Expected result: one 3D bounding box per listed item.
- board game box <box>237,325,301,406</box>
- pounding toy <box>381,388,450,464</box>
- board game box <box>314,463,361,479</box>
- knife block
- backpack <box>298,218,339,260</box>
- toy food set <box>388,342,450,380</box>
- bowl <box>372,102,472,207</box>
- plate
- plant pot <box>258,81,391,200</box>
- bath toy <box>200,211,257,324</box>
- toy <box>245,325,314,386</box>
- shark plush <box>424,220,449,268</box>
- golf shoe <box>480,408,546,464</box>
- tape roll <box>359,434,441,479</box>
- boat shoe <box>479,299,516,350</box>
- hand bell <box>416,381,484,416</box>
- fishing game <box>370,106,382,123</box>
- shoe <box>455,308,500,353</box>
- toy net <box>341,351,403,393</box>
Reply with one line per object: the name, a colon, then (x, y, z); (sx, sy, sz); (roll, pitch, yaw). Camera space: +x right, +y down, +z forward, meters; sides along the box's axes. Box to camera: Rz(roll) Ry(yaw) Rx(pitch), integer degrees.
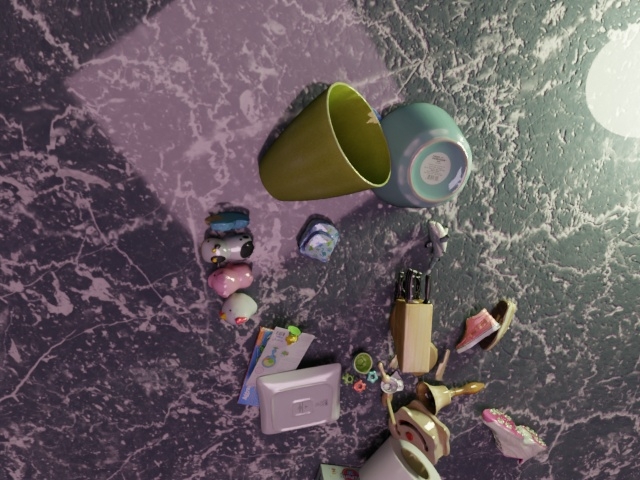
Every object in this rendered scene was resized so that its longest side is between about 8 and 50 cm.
board game box: (-0.166, 0.423, 1.579); (0.145, 0.027, 0.281); (15, 105, -15)
pounding toy: (0.290, 0.643, 1.626); (0.155, 0.269, 0.154); (-16, 130, -36)
board game box: (0.068, 0.984, 1.767); (0.224, 0.097, 0.303); (13, 107, -14)
knife block: (0.291, 0.234, 1.483); (0.088, 0.276, 0.242); (2, 137, -9)
backpack: (0.000, 0.000, 1.436); (0.105, 0.084, 0.114); (24, 100, -18)
toy food set: (0.337, 0.400, 1.652); (0.192, 0.038, 0.132); (17, 98, -8)
bowl: (0.295, -0.214, 1.349); (0.311, 0.163, 0.311); (-7, 116, -14)
plate: (-0.063, 0.535, 1.584); (0.278, 0.045, 0.277); (-7, 122, -12)
plant pot: (-0.012, -0.219, 1.263); (0.293, 0.275, 0.275); (-21, 114, 34)
bath toy: (-0.262, 0.099, 1.404); (0.151, 0.129, 0.348); (-6, 110, -7)
toy: (-0.131, 0.364, 1.516); (0.137, 0.056, 0.237); (18, 115, -26)
shark plush: (0.364, 0.013, 1.531); (0.067, 0.073, 0.161); (7, 129, 9)
golf shoe: (0.691, 0.732, 1.776); (0.306, 0.115, 0.140); (34, 103, -16)
tape roll: (0.277, 0.827, 1.670); (0.246, 0.246, 0.169); (38, 100, -18)
boat shoe: (0.614, 0.297, 1.646); (0.072, 0.068, 0.190); (17, 106, -29)
hand bell: (0.473, 0.534, 1.693); (0.242, 0.126, 0.126); (-7, 110, -19)
fishing game: (0.095, -0.298, 1.378); (0.264, 0.041, 0.189); (33, 108, -23)
shoe: (0.514, 0.307, 1.636); (0.178, 0.063, 0.081); (-45, 72, 28)
toy net: (0.190, 0.469, 1.620); (0.232, 0.045, 0.122); (30, 74, -16)
